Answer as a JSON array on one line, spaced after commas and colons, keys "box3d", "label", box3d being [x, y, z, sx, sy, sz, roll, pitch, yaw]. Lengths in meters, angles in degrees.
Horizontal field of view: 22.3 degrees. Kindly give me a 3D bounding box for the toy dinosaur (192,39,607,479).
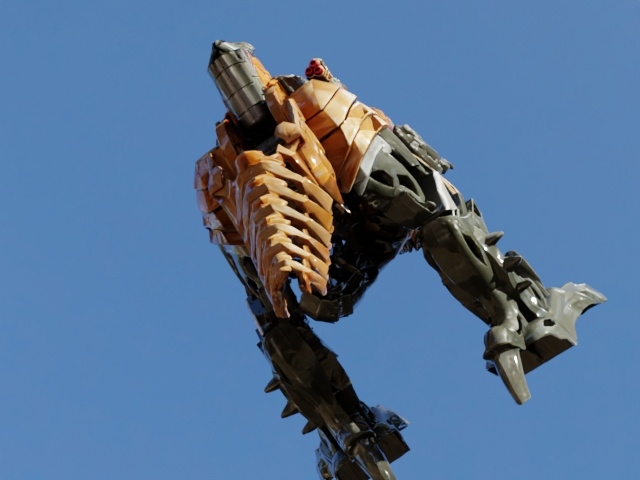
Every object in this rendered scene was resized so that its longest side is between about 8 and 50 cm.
[{"box3d": [0.000, 0.000, 0.786, 0.164, 0.322, 0.218, -32, -85, 31], "label": "toy dinosaur"}]
